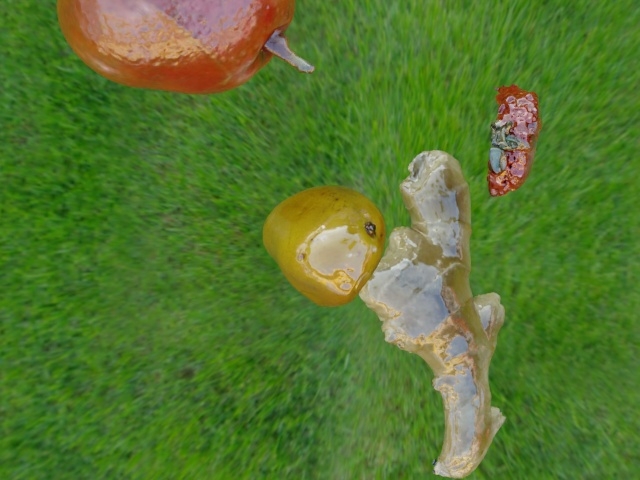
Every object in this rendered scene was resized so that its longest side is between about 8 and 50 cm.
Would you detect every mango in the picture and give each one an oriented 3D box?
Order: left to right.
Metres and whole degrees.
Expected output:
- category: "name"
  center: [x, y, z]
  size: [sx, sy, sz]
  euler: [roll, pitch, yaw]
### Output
- category: "mango"
  center: [0.000, 0.000, 0.830]
  size: [0.060, 0.114, 0.080]
  euler: [34, 78, -26]

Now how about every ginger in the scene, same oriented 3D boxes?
- category: "ginger"
  center: [0.120, 0.082, 1.237]
  size: [0.148, 0.081, 0.333]
  euler: [-25, 104, -35]

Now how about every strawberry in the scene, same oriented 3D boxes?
- category: "strawberry"
  center: [0.178, -0.090, 1.143]
  size: [0.048, 0.152, 0.103]
  euler: [9, 90, 11]

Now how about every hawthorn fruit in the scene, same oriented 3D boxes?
- category: "hawthorn fruit"
  center: [-0.102, -0.206, 1.070]
  size: [0.226, 0.196, 0.196]
  euler: [30, 91, -5]
